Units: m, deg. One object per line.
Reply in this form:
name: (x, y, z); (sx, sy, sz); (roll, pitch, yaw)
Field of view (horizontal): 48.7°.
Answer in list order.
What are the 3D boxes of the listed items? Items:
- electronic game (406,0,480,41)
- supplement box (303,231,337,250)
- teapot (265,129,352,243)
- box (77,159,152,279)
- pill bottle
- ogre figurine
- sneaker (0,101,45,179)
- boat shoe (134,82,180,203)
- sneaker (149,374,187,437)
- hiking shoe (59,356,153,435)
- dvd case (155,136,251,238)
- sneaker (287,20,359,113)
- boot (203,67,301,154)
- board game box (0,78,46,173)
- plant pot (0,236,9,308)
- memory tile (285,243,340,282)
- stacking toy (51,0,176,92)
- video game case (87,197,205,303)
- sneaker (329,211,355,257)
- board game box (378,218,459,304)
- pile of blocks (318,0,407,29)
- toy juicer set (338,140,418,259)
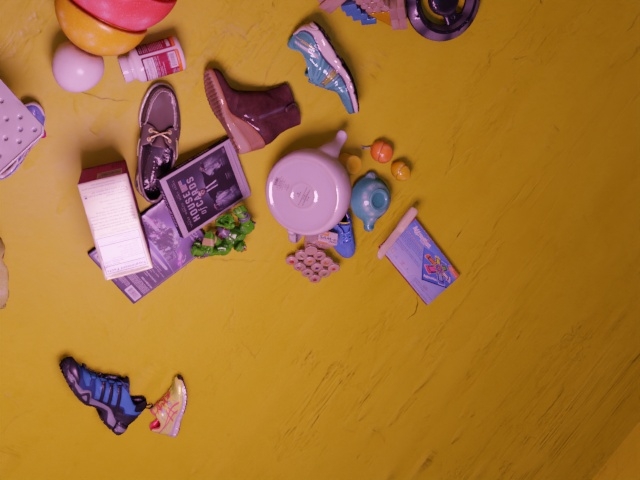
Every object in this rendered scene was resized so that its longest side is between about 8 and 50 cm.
electronic game: (0.336, -0.665, 1.943); (0.229, 0.048, 0.229); (-7, 111, -17)
supplement box: (0.000, 0.000, 2.053); (0.062, 0.098, 0.036); (13, 73, -24)
teapot: (-0.019, -0.138, 1.948); (0.256, 0.187, 0.253); (-18, 98, 23)
box: (-0.506, -0.057, 1.756); (0.117, 0.213, 0.243); (-14, 108, -12)
pill bottle: (-0.412, -0.438, 1.729); (0.152, 0.086, 0.086); (-20, 116, -12)
ogre figurine: (-0.252, -0.017, 1.933); (0.197, 0.097, 0.118); (-59, 150, 8)
sneaker: (-0.723, -0.233, 1.696); (0.080, 0.081, 0.211); (26, 98, -26)
boat shoe: (-0.412, -0.244, 1.803); (0.109, 0.091, 0.305); (5, 109, -23)
sneaker: (-0.452, 0.492, 2.092); (0.094, 0.081, 0.209); (10, 107, -21)
hiking shoe: (-0.611, 0.411, 1.996); (0.132, 0.113, 0.304); (-41, 127, -14)
dvd case: (-0.304, -0.141, 1.868); (0.238, 0.029, 0.179); (-38, 125, -31)
sneaker: (0.016, -0.451, 1.896); (0.110, 0.107, 0.275); (-30, 115, 15)
boot: (-0.178, -0.370, 1.865); (0.206, 0.090, 0.249); (-34, 115, -21)
board game box: (-0.868, -0.251, 1.556); (0.390, 0.050, 0.390); (-43, 90, 0)
plant pot: (-0.888, 0.086, 1.682); (0.253, 0.276, 0.276); (-5, 113, -32)
memory tile: (-0.021, 0.070, 2.084); (0.113, 0.012, 0.148); (-30, 132, 25)
stacking toy: (-0.481, -0.544, 1.590); (0.350, 0.351, 0.480); (24, 120, -27)
video game case: (-0.460, 0.022, 1.931); (0.274, 0.026, 0.196); (-37, 119, -4)
sneaker: (0.063, -0.029, 2.078); (0.069, 0.082, 0.209); (-24, 119, -13)
board game box: (0.315, 0.068, 2.242); (0.145, 0.027, 0.281); (-41, 119, 0)
pile of blocks: (0.082, -0.662, 1.832); (0.362, 0.149, 0.113); (21, 59, -36)
toy juicer set: (0.179, -0.138, 2.081); (0.209, 0.089, 0.329); (-31, 111, -21)
